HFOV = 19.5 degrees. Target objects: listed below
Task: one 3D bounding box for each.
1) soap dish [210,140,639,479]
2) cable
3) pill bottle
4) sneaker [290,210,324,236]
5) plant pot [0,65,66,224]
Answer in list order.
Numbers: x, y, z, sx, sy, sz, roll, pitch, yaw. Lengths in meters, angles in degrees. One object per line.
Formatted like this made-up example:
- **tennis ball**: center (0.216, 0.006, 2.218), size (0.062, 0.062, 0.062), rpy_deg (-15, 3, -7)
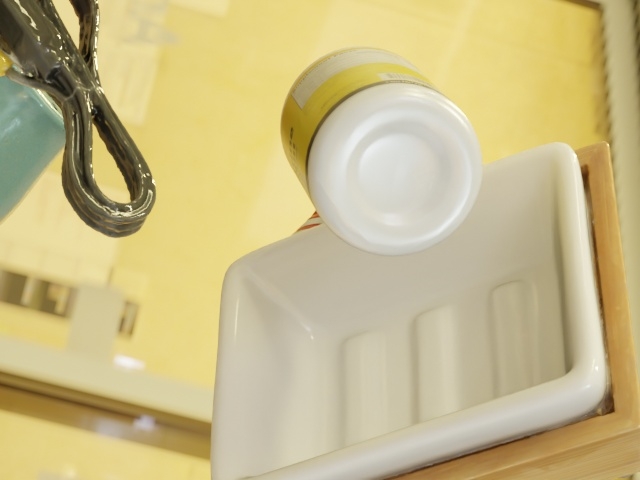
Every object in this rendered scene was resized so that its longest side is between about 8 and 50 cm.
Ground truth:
- **soap dish**: center (0.073, 0.080, 1.211), size (0.291, 0.118, 0.229), rpy_deg (-20, -135, 22)
- **cable**: center (-0.201, -0.118, 1.445), size (0.287, 0.139, 0.072), rpy_deg (57, -47, 16)
- **pill bottle**: center (0.031, -0.062, 1.140), size (0.184, 0.103, 0.103), rpy_deg (-119, -136, -72)
- **sneaker**: center (0.000, 0.000, 1.430), size (0.128, 0.087, 0.221), rpy_deg (-38, 176, -6)
- **plant pot**: center (-0.391, -0.119, 1.888), size (0.255, 0.271, 0.271), rpy_deg (-33, -161, 8)
